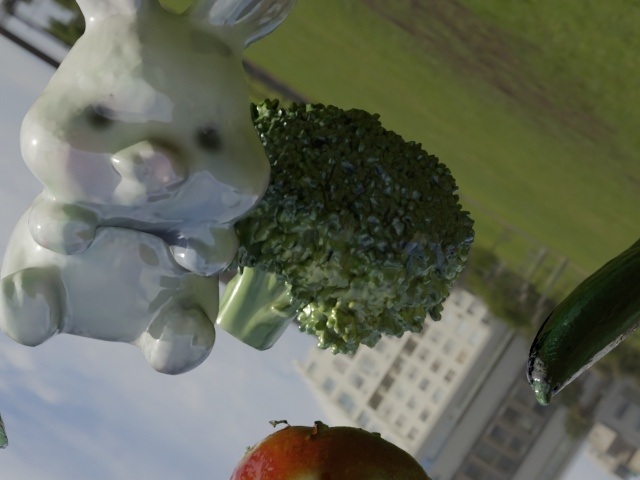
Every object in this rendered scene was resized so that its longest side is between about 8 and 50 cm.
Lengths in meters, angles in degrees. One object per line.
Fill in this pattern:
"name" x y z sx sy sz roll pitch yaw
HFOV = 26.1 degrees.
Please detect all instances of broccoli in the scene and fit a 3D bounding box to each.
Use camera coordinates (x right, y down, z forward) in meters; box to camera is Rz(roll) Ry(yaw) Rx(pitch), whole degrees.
"broccoli" 0.007 -0.009 1.326 0.288 0.260 0.235 35 168 -3

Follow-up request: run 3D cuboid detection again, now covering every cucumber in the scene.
"cucumber" 0.225 0.025 0.961 0.056 0.056 0.284 33 -134 23

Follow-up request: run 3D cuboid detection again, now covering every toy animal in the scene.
"toy animal" -0.144 -0.088 1.120 0.196 0.367 0.241 9 -146 -15

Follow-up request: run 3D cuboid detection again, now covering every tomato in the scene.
"tomato" 0.006 0.390 1.844 0.304 0.239 0.303 10 145 7

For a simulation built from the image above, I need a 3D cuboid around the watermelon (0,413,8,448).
"watermelon" -0.335 0.160 1.310 0.101 0.080 0.155 51 142 2
